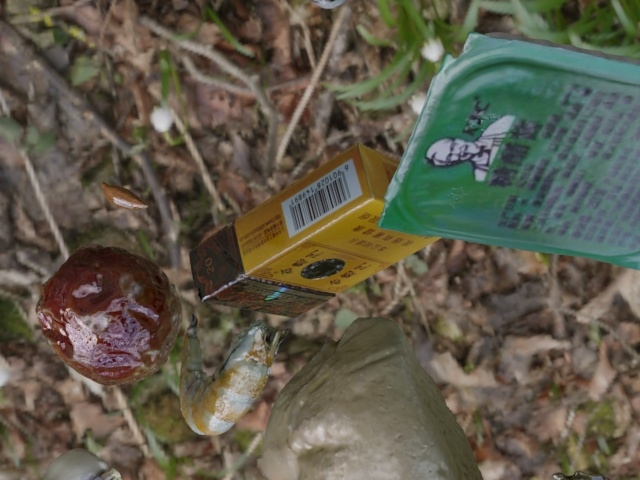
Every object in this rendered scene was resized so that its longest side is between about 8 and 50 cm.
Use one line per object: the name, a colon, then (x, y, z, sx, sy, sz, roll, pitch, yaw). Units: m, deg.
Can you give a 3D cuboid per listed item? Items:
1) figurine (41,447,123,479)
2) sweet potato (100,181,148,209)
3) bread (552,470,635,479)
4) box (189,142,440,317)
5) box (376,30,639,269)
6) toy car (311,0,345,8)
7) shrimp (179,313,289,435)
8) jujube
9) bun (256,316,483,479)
figurine: (-0.446, 0.460, 1.641, 0.235, 0.155, 0.127, -44, 131, -36)
sweet potato: (-0.324, -0.070, 1.639, 0.034, 0.095, 0.034, -53, 158, -32)
bread: (0.283, 0.326, 0.935, 0.204, 0.162, 0.262, 4, 144, -2)
box: (-0.001, 0.000, 1.767, 0.415, 0.115, 0.264, -30, 153, 31)
box: (0.248, -0.108, 1.041, 0.337, 0.106, 0.264, 10, 135, -12)
toy car: (-0.046, -0.370, 1.123, 0.235, 0.158, 0.172, 15, 179, 24)
shrimp: (-0.157, 0.208, 1.534, 0.068, 0.185, 0.287, 23, 167, -25)
jujube: (-0.415, 0.151, 1.993, 0.277, 0.276, 0.377, -14, 171, -5)
bun: (0.048, 0.240, 1.015, 0.205, 0.281, 0.281, -28, 154, 9)
